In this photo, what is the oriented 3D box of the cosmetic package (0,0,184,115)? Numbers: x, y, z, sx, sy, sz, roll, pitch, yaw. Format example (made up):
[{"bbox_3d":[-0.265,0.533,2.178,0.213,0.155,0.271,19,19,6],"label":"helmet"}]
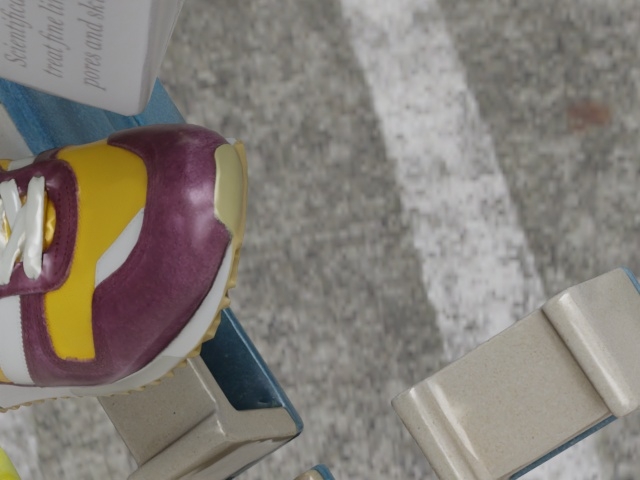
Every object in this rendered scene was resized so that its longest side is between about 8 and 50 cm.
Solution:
[{"bbox_3d":[-0.079,-0.155,0.409,0.151,0.151,0.184,17,68,-1],"label":"cosmetic package"}]

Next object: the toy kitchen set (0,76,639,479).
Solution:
[{"bbox_3d":[0.000,0.000,0.629,0.166,0.122,0.207,-35,83,18],"label":"toy kitchen set"}]

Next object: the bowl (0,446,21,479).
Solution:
[{"bbox_3d":[-0.375,0.217,1.371,0.289,0.289,0.156,14,45,16],"label":"bowl"}]

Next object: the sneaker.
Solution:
[{"bbox_3d":[-0.096,0.008,0.521,0.084,0.185,0.069,20,62,-34],"label":"sneaker"}]
